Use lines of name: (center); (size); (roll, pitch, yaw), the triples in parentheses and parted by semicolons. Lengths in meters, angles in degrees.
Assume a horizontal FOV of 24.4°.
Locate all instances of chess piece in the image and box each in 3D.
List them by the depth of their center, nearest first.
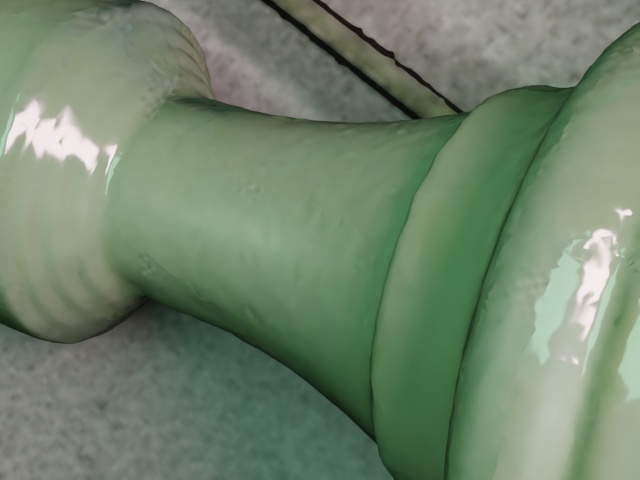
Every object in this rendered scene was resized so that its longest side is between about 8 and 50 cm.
chess piece: (0.000, 0.000, 0.472); (0.299, 0.194, 0.195); (18, 86, 26)
